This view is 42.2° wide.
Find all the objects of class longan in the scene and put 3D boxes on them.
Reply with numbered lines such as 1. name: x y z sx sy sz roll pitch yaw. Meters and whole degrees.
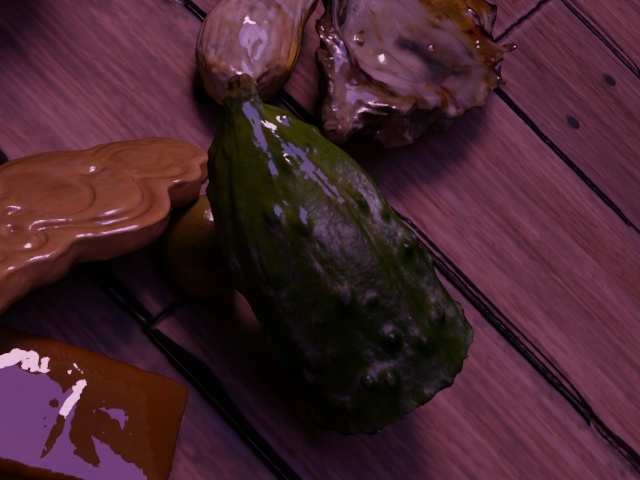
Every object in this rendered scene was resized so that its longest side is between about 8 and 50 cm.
1. longan: -0.078 0.007 0.581 0.075 0.075 0.083 13 21 -24

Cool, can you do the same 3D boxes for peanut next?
1. peanut: -0.051 -0.194 0.720 0.087 0.087 0.207 26 51 -14

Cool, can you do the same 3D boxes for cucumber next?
1. cucumber: -0.002 0.002 0.533 0.244 0.134 0.134 61 42 -29

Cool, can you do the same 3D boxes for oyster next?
1. oyster: 0.085 -0.181 0.790 0.221 0.096 0.361 33 48 -18

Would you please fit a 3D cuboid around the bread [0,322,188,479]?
1. bread: -0.194 0.093 0.479 0.226 0.049 0.088 23 52 -16

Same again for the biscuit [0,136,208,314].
1. biscuit: -0.172 -0.020 0.526 0.144 0.040 0.236 28 43 31
